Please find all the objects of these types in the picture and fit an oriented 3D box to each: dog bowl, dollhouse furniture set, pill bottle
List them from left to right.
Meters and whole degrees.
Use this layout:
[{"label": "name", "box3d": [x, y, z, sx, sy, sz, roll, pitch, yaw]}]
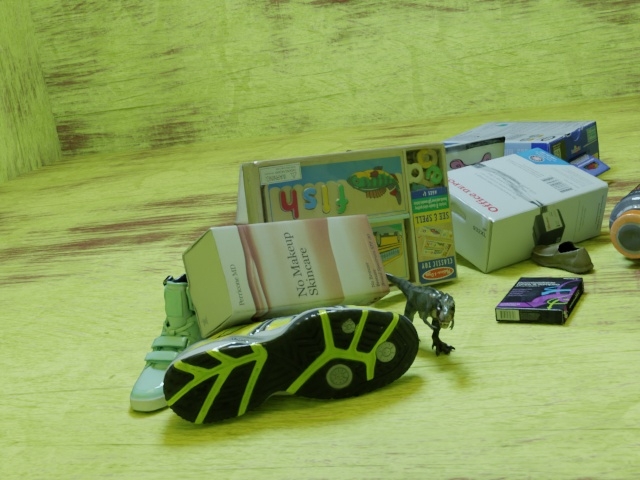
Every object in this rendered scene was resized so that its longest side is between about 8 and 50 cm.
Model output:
[{"label": "dollhouse furniture set", "box3d": [-0.112, -0.109, 2.531, 0.212, 0.161, 0.242, 3, -3, 36]}, {"label": "dog bowl", "box3d": [0.251, -0.143, 2.234, 0.408, 0.150, 0.408, -11, 4, 1]}, {"label": "pill bottle", "box3d": [0.638, -0.043, 1.792, 0.130, 0.130, 0.245, 2, 19, 35]}]

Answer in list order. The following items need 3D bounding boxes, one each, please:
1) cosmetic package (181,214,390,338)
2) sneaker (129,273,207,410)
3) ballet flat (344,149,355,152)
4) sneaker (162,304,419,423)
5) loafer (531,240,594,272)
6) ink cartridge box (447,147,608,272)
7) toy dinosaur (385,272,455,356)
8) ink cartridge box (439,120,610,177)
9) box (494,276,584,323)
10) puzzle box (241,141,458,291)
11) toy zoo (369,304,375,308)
[{"label": "cosmetic package", "box3d": [-0.054, 0.054, 1.513, 0.296, 0.153, 0.129, -8, -18, -33]}, {"label": "sneaker", "box3d": [-0.247, 0.151, 1.499, 0.094, 0.151, 0.256, -2, 30, 24]}, {"label": "ballet flat", "box3d": [0.140, -0.200, 2.737, 0.124, 0.116, 0.342, 8, 8, -12]}, {"label": "sneaker", "box3d": [-0.045, 0.162, 1.404, 0.384, 0.145, 0.147, -8, 14, -5]}, {"label": "loafer", "box3d": [0.465, 0.025, 1.792, 0.056, 0.050, 0.148, -18, 18, -30]}, {"label": "ink cartridge box", "box3d": [0.400, -0.070, 1.933, 0.307, 0.129, 0.223, -16, 34, -25]}, {"label": "toy dinosaur", "box3d": [0.160, 0.118, 1.494, 0.064, 0.118, 0.268, -14, 15, -20]}, {"label": "ink cartridge box", "box3d": [0.549, -0.218, 2.443, 0.395, 0.151, 0.270, 4, 20, 43]}, {"label": "box", "box3d": [0.379, 0.100, 1.605, 0.116, 0.029, 0.162, -1, 16, 28]}, {"label": "puzzle box", "box3d": [0.063, -0.029, 1.711, 0.409, 0.272, 0.052, -9, 6, -27]}, {"label": "toy zoo", "box3d": [-0.069, 0.155, 1.652, 0.293, 0.030, 0.192, -2, 17, 23]}]
